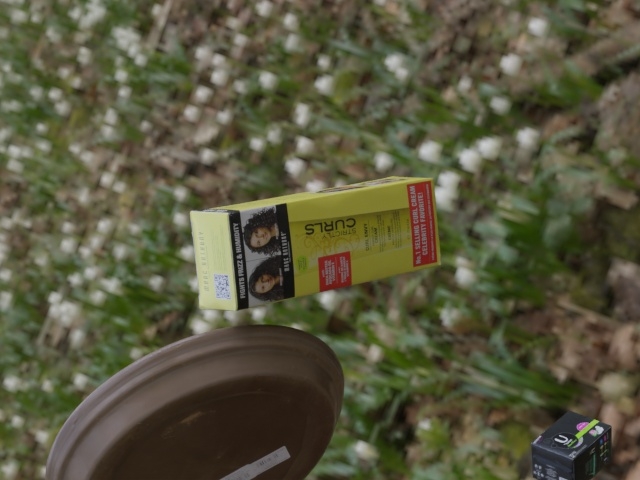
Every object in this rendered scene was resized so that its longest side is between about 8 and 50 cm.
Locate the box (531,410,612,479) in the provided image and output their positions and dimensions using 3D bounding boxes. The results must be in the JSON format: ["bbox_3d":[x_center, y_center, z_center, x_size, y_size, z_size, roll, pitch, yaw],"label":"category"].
[{"bbox_3d":[0.297,0.249,1.725,0.083,0.062,0.052,-32,-54,-39],"label":"box"}]

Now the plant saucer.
[{"bbox_3d":[-0.100,0.180,1.268,0.041,0.278,0.278,59,149,37],"label":"plant saucer"}]

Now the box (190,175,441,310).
[{"bbox_3d":[0.000,0.000,1.257,0.232,0.058,0.087,-10,-81,-39],"label":"box"}]
